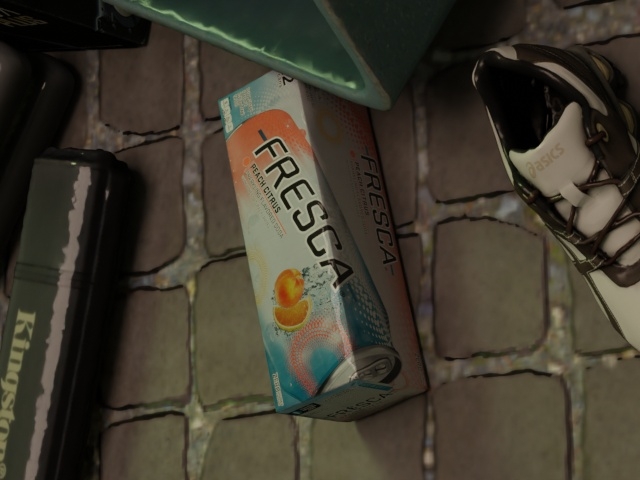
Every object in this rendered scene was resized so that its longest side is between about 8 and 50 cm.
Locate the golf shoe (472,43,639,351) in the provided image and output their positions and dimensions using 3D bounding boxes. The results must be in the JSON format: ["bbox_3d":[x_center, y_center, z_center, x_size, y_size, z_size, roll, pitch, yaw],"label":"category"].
[{"bbox_3d":[0.130,-0.012,0.886,0.077,0.094,0.198,-46,57,22],"label":"golf shoe"}]

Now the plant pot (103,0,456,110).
[{"bbox_3d":[-0.024,-0.262,0.967,0.247,0.248,0.252,25,70,40],"label":"plant pot"}]

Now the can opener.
[{"bbox_3d":[-0.254,-0.001,1.218,0.095,0.076,0.283,32,101,38],"label":"can opener"}]

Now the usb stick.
[{"bbox_3d":[-0.165,0.081,1.146,0.077,0.045,0.278,8,87,40],"label":"usb stick"}]

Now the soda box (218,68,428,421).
[{"bbox_3d":[0.000,0.000,1.011,0.058,0.063,0.183,-26,65,34],"label":"soda box"}]

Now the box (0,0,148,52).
[{"bbox_3d":[-0.214,-0.167,1.169,0.180,0.147,0.078,3,83,40],"label":"box"}]
